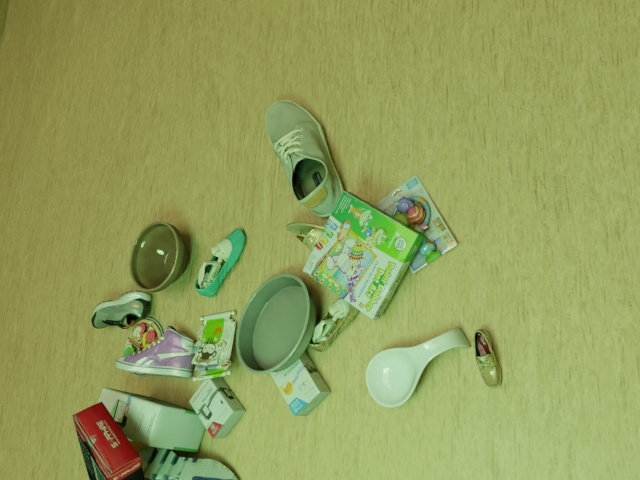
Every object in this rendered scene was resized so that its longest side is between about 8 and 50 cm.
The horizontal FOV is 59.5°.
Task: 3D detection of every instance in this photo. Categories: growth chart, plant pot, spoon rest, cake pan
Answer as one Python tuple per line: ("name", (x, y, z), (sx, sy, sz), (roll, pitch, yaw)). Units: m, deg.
("growth chart", (-0.327, 0.320, 1.713), (0.172, 0.021, 0.237), (-21, 48, 24))
("plant pot", (-0.527, 0.063, 1.898), (0.237, 0.109, 0.237), (-10, 71, 31))
("spoon rest", (0.222, 0.298, 1.350), (0.276, 0.084, 0.137), (-38, 59, 19))
("cake pan", (-0.122, 0.236, 1.571), (0.293, 0.054, 0.293), (-26, 49, 34))

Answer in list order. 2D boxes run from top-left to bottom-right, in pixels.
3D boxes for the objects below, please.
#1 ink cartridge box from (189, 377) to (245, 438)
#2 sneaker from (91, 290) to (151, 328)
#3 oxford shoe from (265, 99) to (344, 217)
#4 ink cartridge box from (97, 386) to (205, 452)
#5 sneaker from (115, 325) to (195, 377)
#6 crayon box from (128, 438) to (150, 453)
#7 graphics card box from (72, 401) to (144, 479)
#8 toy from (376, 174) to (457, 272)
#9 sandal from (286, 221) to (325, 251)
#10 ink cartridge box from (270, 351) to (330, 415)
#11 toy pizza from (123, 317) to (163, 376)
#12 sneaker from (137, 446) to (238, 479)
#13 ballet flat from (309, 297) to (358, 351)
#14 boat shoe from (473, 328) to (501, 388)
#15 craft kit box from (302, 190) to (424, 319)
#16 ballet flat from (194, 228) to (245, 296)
("ink cartridge box", (-0.309, 0.492, 1.663), (0.150, 0.063, 0.109), (43, 102, 34))
("sneaker", (-0.706, 0.263, 1.961), (0.271, 0.100, 0.108), (-24, 57, 26))
("oxford shoe", (-0.064, -0.266, 1.668), (0.169, 0.130, 0.449), (-38, 58, 22))
("ink cartridge box", (-0.518, 0.542, 1.696), (0.278, 0.201, 0.117), (3, 70, 34))
("sneaker", (-0.529, 0.359, 1.823), (0.282, 0.102, 0.161), (-1, 73, 17))
("crayon box", (-0.597, 0.785, 1.765), (0.203, 0.083, 0.323), (-46, 57, 15))
("graphics card box", (-0.573, 0.654, 1.557), (0.233, 0.094, 0.371), (34, 133, 35))
("toy", (0.237, -0.051, 1.452), (0.137, 0.056, 0.237), (-36, 60, 19))
("sandal", (-0.003, -0.002, 1.579), (0.240, 0.088, 0.079), (1, 72, 29))
("ink cartridge box", (-0.066, 0.374, 1.534), (0.104, 0.061, 0.181), (-46, 57, 14))
("toy pizza", (-0.614, 0.364, 1.921), (0.201, 0.032, 0.201), (-9, 72, 32))
("sneaker", (-0.386, 0.720, 1.622), (0.315, 0.127, 0.182), (15, 126, 12))
("ballet flat", (0.036, 0.214, 1.506), (0.073, 0.067, 0.206), (39, 99, 36))
("boat shoe", (0.374, 0.269, 1.279), (0.050, 0.045, 0.135), (-23, 65, 27))
("craft kit box", (0.106, 0.035, 1.456), (0.246, 0.061, 0.250), (32, 103, 25))
("ballet flat", (-0.323, 0.068, 1.773), (0.083, 0.087, 0.247), (33, 96, 36))
